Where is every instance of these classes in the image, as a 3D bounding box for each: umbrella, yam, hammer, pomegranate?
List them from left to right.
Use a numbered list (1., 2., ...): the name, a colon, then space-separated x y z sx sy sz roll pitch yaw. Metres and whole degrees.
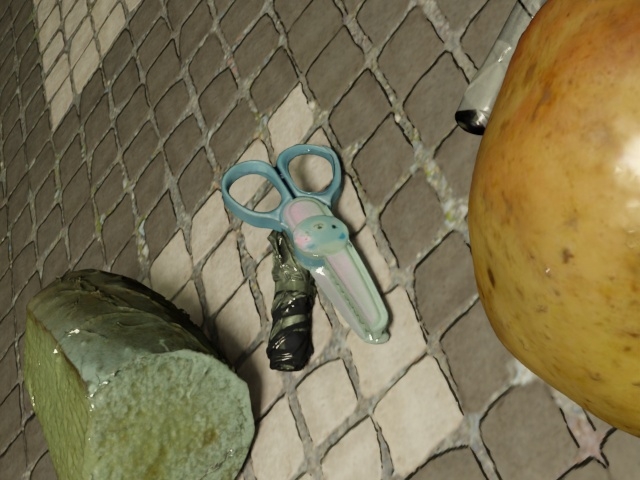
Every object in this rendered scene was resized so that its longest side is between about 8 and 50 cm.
1. yam: -0.197 0.152 0.997 0.271 0.201 0.202 26 113 50
2. umbrella: -0.028 0.037 0.965 0.046 0.050 0.188 -8 64 26
3. hammer: 0.223 -0.285 0.826 0.152 0.044 0.427 40 106 52
4. pomegranate: 0.209 -0.024 0.518 0.281 0.281 0.281 -27 52 41

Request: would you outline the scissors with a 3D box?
1. scissors: 0.000 0.000 0.932 0.256 0.125 0.030 57 161 36
